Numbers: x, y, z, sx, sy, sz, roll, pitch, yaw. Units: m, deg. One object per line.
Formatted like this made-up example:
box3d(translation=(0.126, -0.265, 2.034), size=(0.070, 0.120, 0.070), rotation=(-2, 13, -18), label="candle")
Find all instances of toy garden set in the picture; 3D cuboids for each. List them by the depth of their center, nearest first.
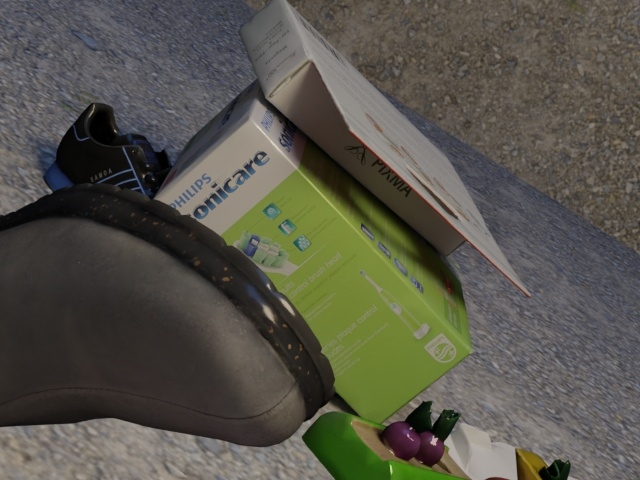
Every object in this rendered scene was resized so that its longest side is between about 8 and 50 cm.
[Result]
box3d(translation=(0.125, 0.160, 0.480), size=(0.244, 0.049, 0.204), rotation=(46, 8, 30), label="toy garden set")

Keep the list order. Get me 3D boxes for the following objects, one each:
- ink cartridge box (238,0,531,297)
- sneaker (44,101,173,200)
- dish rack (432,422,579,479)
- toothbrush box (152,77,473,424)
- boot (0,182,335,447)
box3d(translation=(0.057, -0.070, 1.070), size=(0.275, 0.060, 0.239), rotation=(39, 19, -37), label="ink cartridge box")
box3d(translation=(-0.161, -0.036, 1.085), size=(0.232, 0.090, 0.081), rotation=(40, 20, 24), label="sneaker")
box3d(translation=(0.199, 0.266, 0.917), size=(0.286, 0.072, 0.333), rotation=(24, 19, -20), label="dish rack")
box3d(translation=(0.000, 0.000, 1.085), size=(0.283, 0.122, 0.206), rotation=(47, 15, -14), label="toothbrush box")
box3d(translation=(-0.173, 0.083, 0.482), size=(0.338, 0.222, 0.118), rotation=(6, -45, 39), label="boot")
